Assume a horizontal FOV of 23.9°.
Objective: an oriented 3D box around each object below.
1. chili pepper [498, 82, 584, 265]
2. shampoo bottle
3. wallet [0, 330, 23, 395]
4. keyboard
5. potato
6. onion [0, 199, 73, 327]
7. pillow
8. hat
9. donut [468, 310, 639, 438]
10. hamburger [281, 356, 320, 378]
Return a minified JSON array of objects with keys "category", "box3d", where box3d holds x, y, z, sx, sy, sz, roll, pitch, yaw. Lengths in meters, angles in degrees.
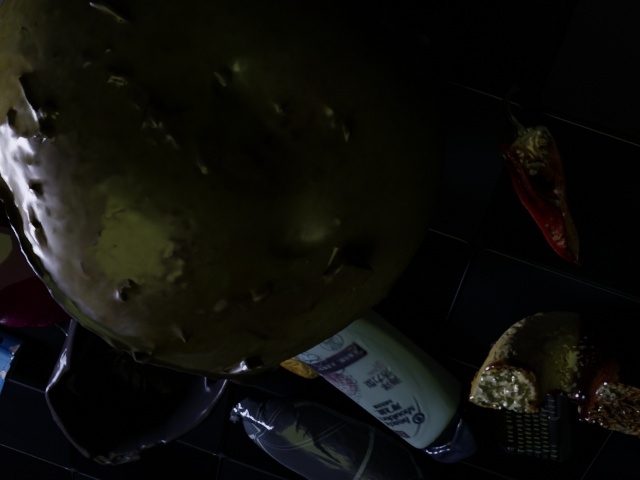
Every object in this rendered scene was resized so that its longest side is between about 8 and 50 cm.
[{"category":"chili pepper","box3d":[0.227,-0.064,1.565,0.050,0.059,0.268,44,170,45]},{"category":"shampoo bottle","box3d":[0.074,0.158,1.921,0.359,0.078,0.134,39,137,-23]},{"category":"wallet","box3d":[-0.556,0.154,2.278,0.202,0.059,0.141,23,139,-5]},{"category":"keyboard","box3d":[0.270,0.209,1.935,0.106,0.016,0.262,10,144,17]},{"category":"potato","box3d":[-0.074,-0.111,1.381,0.442,0.385,0.319,30,132,-31]},{"category":"onion","box3d":[-0.353,-0.036,1.650,0.348,0.348,0.385,30,134,-11]},{"category":"pillow","box3d":[0.026,0.308,2.138,0.335,0.092,0.161,31,149,-11]},{"category":"hat","box3d":[-0.237,0.111,1.988,0.238,0.209,0.336,4,128,-9]},{"category":"donut","box3d":[0.285,0.143,1.736,0.217,0.141,0.085,7,134,7]},{"category":"hamburger","box3d":[-0.033,0.149,1.981,0.083,0.044,0.076,25,-170,-8]}]
